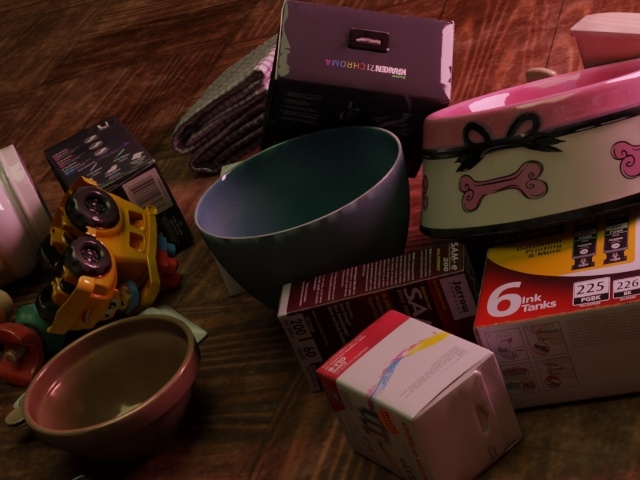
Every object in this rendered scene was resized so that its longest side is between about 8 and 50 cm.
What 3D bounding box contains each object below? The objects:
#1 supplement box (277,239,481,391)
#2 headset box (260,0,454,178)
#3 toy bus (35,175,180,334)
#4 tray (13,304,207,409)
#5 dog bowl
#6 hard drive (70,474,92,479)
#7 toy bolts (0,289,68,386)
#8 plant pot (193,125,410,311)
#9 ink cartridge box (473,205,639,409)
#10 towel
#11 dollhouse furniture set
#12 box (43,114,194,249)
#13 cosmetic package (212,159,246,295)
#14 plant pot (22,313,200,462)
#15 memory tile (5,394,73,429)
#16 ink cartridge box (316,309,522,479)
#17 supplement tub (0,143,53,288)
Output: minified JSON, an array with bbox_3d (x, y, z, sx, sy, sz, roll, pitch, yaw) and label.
[{"bbox_3d":[0.082,0.095,1.655,0.239,0.130,0.073,-15,31,14],"label":"supplement box"},{"bbox_3d":[0.048,-0.216,1.925,0.246,0.283,0.131,7,69,-4],"label":"headset box"},{"bbox_3d":[-0.301,0.043,1.979,0.149,0.211,0.220,-49,33,38],"label":"toy bus"},{"bbox_3d":[-0.303,0.176,1.896,0.270,0.030,0.145,-34,29,-20],"label":"tray"},{"bbox_3d":[0.310,-0.128,1.712,0.408,0.150,0.408,-14,8,2],"label":"dog bowl"},{"bbox_3d":[-0.329,0.378,1.542,0.254,0.054,0.172,-37,31,-25],"label":"hard drive"},{"bbox_3d":[-0.478,0.095,2.006,0.228,0.218,0.158,15,36,23],"label":"toy bolts"},{"bbox_3d":[0.000,0.000,1.800,0.290,0.195,0.290,-17,25,9],"label":"plant pot"},{"bbox_3d":[0.353,0.046,1.548,0.309,0.130,0.272,-12,29,20],"label":"ink cartridge box"},{"bbox_3d":[-0.108,-0.253,2.337,0.283,0.121,0.235,-30,18,38],"label":"towel"},{"bbox_3d":[0.493,-0.293,1.958,0.303,0.198,0.286,-39,33,-29],"label":"dollhouse furniture set"},{"bbox_3d":[-0.336,-0.076,2.206,0.143,0.165,0.270,-29,29,-11],"label":"box"},{"bbox_3d":[-0.118,-0.025,2.036,0.060,0.099,0.239,-17,30,11],"label":"cosmetic package"},{"bbox_3d":[-0.253,0.208,1.721,0.237,0.110,0.237,-18,28,10],"label":"plant pot"},{"bbox_3d":[-0.359,0.206,1.838,0.113,0.012,0.148,-6,33,29],"label":"memory tile"},{"bbox_3d":[0.110,0.181,1.489,0.127,0.128,0.176,-36,31,-24],"label":"ink cartridge box"},{"bbox_3d":[-0.609,-0.007,2.217,0.316,0.228,0.228,-27,29,-8],"label":"supplement tub"}]
